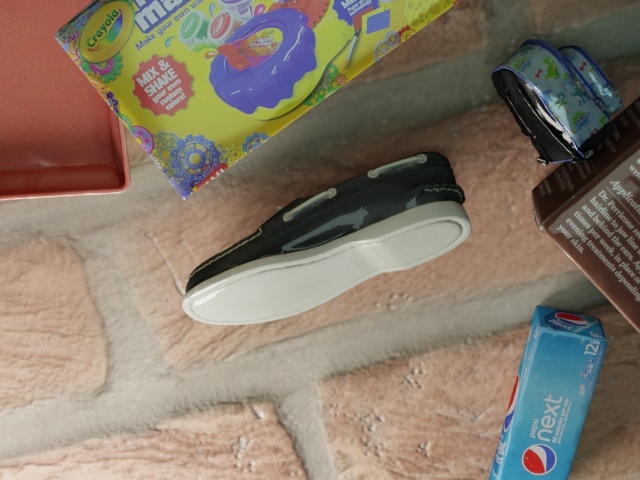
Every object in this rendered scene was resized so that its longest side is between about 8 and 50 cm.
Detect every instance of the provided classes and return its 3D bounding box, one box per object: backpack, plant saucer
[{"bbox_3d":[0.224,-0.139,1.276,0.084,0.105,0.114,-42,100,-8],"label":"backpack"},{"bbox_3d":[-0.324,-0.170,1.329,0.258,0.048,0.259,-3,108,5],"label":"plant saucer"}]

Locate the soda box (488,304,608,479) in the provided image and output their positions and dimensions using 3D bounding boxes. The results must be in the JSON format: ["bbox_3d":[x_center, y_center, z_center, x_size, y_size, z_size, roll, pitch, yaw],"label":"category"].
[{"bbox_3d":[0.234,0.179,1.390,0.071,0.067,0.210,12,107,0],"label":"soda box"}]

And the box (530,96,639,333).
[{"bbox_3d":[0.402,-0.088,1.261,0.381,0.143,0.191,-41,100,16],"label":"box"}]

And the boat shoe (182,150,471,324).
[{"bbox_3d":[0.000,0.000,1.341,0.302,0.091,0.114,-17,149,8],"label":"boat shoe"}]

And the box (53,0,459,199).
[{"bbox_3d":[-0.041,-0.218,1.174,0.290,0.279,0.177,-34,102,14],"label":"box"}]
